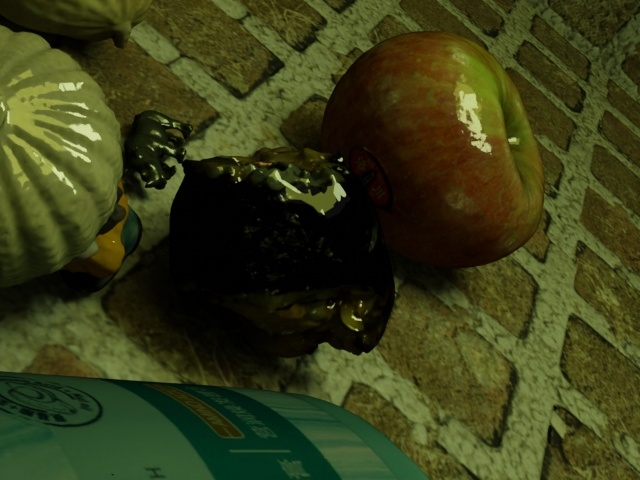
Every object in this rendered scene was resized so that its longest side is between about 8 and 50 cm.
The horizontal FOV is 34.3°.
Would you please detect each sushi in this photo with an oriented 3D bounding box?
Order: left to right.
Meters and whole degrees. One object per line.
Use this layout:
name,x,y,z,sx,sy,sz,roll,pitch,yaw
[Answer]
sushi,-0.039,0.013,1.000,0.213,0.204,0.200,1,12,-7

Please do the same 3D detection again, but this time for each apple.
apple,0.139,-0.108,1.330,0.277,0.250,0.309,19,56,-59

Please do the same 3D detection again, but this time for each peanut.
peanut,-0.325,-0.319,1.134,0.291,0.143,0.159,35,21,-8

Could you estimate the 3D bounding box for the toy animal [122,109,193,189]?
toy animal,-0.180,-0.094,1.113,0.065,0.047,0.135,25,35,-18

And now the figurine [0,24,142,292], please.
figurine,-0.215,-0.051,0.778,0.185,0.204,0.332,44,12,8

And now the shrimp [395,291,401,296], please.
shrimp,0.000,0.000,1.175,0.233,0.079,0.090,36,-8,-15

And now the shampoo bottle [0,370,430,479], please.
shampoo bottle,-0.135,0.226,0.472,0.343,0.331,0.331,12,42,-44
